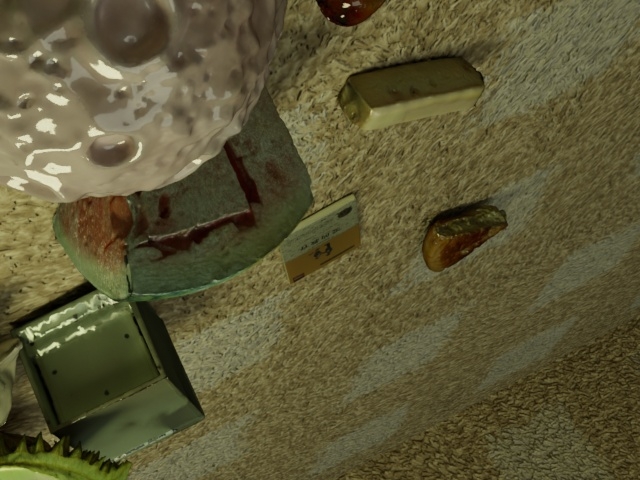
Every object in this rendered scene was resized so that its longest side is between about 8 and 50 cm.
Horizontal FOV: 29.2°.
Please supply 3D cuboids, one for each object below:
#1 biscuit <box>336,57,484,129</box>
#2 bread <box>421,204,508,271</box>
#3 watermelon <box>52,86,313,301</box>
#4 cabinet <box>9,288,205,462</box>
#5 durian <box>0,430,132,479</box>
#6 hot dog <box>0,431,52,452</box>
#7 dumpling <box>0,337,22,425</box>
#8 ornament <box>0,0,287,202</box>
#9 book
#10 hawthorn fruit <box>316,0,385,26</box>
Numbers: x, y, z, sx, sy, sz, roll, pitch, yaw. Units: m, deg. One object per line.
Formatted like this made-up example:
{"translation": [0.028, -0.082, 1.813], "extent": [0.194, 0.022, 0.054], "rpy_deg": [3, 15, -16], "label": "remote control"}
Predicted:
{"translation": [0.106, -0.164, 1.377], "extent": [0.188, 0.056, 0.052], "rpy_deg": [-15, 154, -36], "label": "biscuit"}
{"translation": [0.203, 0.003, 1.904], "extent": [0.154, 0.054, 0.136], "rpy_deg": [-11, 150, -33], "label": "bread"}
{"translation": [-0.152, -0.065, 1.160], "extent": [0.212, 0.201, 0.261], "rpy_deg": [-22, -160, -27], "label": "watermelon"}
{"translation": [-0.250, 0.156, 1.459], "extent": [0.145, 0.150, 0.206], "rpy_deg": [-25, 159, -3], "label": "cabinet"}
{"translation": [-0.368, 0.365, 1.333], "extent": [0.394, 0.198, 0.163], "rpy_deg": [-49, 162, -12], "label": "durian"}
{"translation": [-0.446, 0.292, 1.492], "extent": [0.158, 0.117, 0.349], "rpy_deg": [-8, 164, 14], "label": "hot dog"}
{"translation": [-0.396, 0.159, 1.294], "extent": [0.199, 0.118, 0.136], "rpy_deg": [-38, 165, 29], "label": "dumpling"}
{"translation": [-0.152, -0.151, 0.748], "extent": [0.259, 0.259, 0.225], "rpy_deg": [-36, 158, 11], "label": "ornament"}
{"translation": [0.000, 0.000, 1.662], "extent": [0.118, 0.012, 0.172], "rpy_deg": [-29, 159, -7], "label": "book"}
{"translation": [0.027, -0.231, 1.099], "extent": [0.077, 0.077, 0.077], "rpy_deg": [-28, 159, -12], "label": "hawthorn fruit"}
